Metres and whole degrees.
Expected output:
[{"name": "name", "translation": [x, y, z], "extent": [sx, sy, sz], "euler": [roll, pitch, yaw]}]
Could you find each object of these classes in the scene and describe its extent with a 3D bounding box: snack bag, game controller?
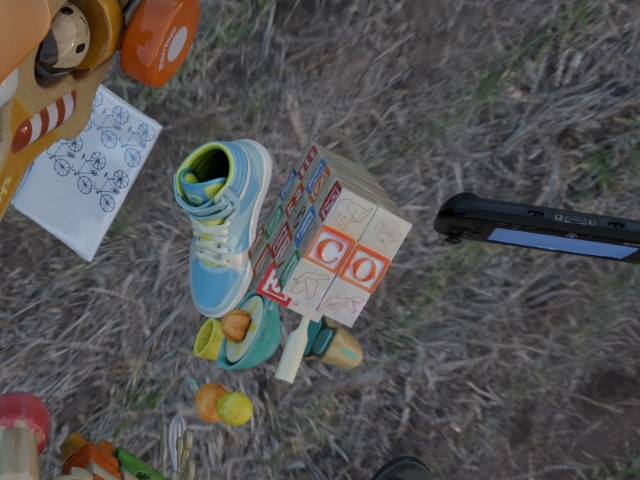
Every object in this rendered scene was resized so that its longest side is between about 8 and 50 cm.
[{"name": "snack bag", "translation": [-0.467, -0.171, 1.855], "extent": [0.343, 0.037, 0.323], "euler": [36, 121, 3]}, {"name": "game controller", "translation": [0.302, -0.009, 1.355], "extent": [0.319, 0.166, 0.067], "euler": [8, 91, 3]}]

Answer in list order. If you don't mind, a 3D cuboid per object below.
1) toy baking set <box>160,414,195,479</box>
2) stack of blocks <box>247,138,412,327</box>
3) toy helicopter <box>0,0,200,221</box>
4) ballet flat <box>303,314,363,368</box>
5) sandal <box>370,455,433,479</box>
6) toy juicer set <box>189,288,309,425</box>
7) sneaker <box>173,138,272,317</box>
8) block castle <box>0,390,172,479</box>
[{"name": "toy baking set", "translation": [-0.215, 0.377, 1.673], "extent": [0.030, 0.256, 0.196], "euler": [6, 90, -19]}, {"name": "stack of blocks", "translation": [0.000, 0.000, 1.254], "extent": [0.087, 0.297, 0.171], "euler": [27, 100, -13]}, {"name": "toy helicopter", "translation": [-0.240, -0.081, 0.818], "extent": [0.140, 0.235, 0.355], "euler": [28, 96, 5]}, {"name": "ballet flat", "translation": [0.015, 0.172, 1.767], "extent": [0.073, 0.232, 0.080], "euler": [28, 90, -11]}, {"name": "sandal", "translation": [0.060, 0.284, 1.026], "extent": [0.067, 0.040, 0.179], "euler": [18, 109, -16]}, {"name": "toy juicer set", "translation": [-0.116, 0.170, 1.653], "extent": [0.090, 0.329, 0.209], "euler": [26, 53, -24]}, {"name": "sneaker", "translation": [-0.190, -0.024, 1.828], "extent": [0.127, 0.208, 0.318], "euler": [11, 92, 19]}, {"name": "block castle", "translation": [-0.317, 0.418, 1.396], "extent": [0.303, 0.213, 0.453], "euler": [-45, 117, 7]}]
